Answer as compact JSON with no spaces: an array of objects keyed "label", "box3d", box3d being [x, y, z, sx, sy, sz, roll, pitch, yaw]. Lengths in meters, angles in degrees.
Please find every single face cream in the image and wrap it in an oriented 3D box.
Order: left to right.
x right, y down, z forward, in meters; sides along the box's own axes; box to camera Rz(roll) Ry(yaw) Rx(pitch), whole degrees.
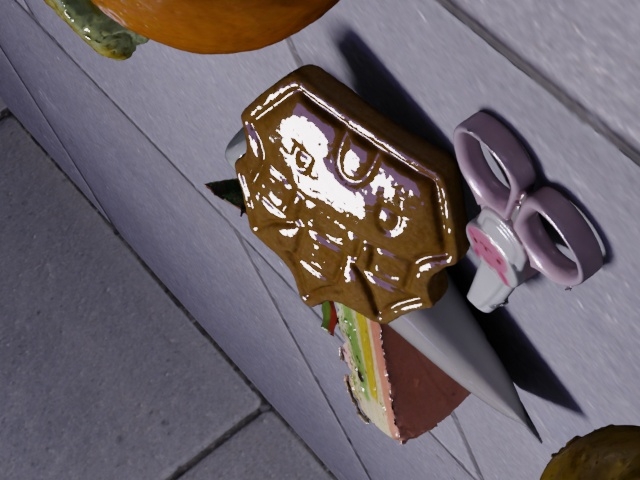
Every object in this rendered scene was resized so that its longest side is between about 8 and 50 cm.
[{"label":"face cream","box3d":[0.055,0.025,1.423,0.314,0.089,0.143,50,-177,-13]}]

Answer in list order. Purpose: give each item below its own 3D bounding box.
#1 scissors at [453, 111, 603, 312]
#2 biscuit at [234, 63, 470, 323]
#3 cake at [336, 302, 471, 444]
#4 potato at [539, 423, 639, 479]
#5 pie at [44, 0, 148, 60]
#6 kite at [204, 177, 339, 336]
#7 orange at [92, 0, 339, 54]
[{"label":"scissors","box3d":[0.117,0.000,1.184,0.118,0.030,0.242,51,168,12]},{"label":"biscuit","box3d":[0.014,-0.015,1.305,0.182,0.034,0.215,36,144,14]},{"label":"cake","box3d":[0.063,0.054,1.628,0.109,0.090,0.225,-141,34,-62]},{"label":"potato","box3d":[0.239,0.206,1.011,0.369,0.176,0.195,-163,63,-68]},{"label":"pie","box3d":[-0.238,-0.268,1.723,0.248,0.090,0.201,51,-179,9]},{"label":"kite","box3d":[0.000,0.000,1.464,0.241,0.014,0.183,33,-142,-30]},{"label":"orange","box3d":[-0.058,-0.202,0.842,0.240,0.171,0.240,48,162,21]}]
